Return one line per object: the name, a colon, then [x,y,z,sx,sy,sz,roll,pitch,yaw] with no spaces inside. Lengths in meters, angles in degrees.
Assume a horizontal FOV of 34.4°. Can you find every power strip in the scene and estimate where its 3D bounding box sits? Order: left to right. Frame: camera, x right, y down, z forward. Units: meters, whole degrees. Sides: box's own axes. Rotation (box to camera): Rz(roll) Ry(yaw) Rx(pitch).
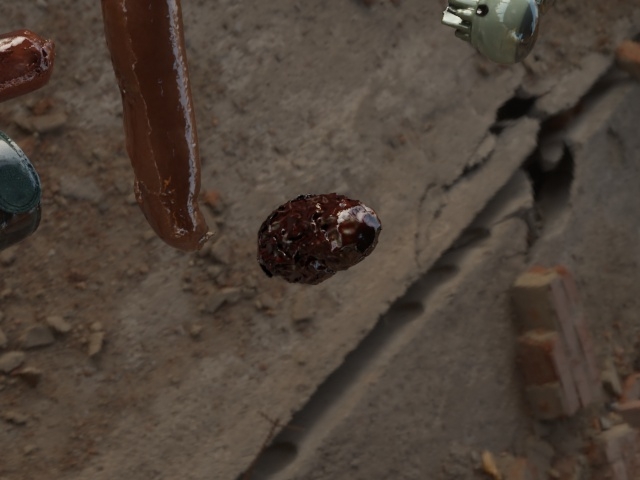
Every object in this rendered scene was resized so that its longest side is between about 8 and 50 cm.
power strip: [0.072,-0.101,0.377,0.035,0.055,0.083,19,65,16]

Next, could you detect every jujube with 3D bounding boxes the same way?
jujube: [0.002,-0.003,1.078,0.104,0.166,0.104,9,76,-41]

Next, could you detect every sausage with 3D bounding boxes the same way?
sausage: [-0.354,-0.184,1.118,0.141,0.076,0.076,-22,87,-18]
sausage: [-0.074,-0.066,0.475,0.042,0.036,0.157,-22,115,-32]

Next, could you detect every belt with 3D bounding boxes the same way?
belt: [-0.531,-0.080,1.610,0.116,0.268,0.206,-29,128,-44]
